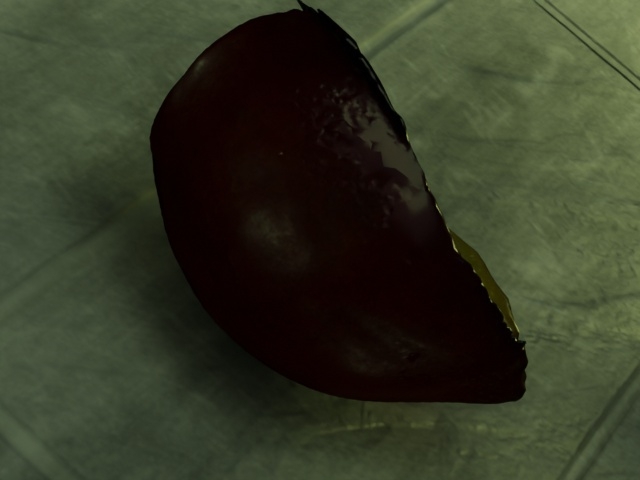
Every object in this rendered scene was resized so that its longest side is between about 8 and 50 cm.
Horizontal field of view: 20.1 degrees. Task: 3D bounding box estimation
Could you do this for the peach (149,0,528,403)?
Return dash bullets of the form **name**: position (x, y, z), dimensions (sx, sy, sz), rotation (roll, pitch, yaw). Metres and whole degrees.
- **peach**: position (0.000, 0.000, 1.372), dimensions (0.362, 0.201, 0.258), rotation (58, 1, 6)
